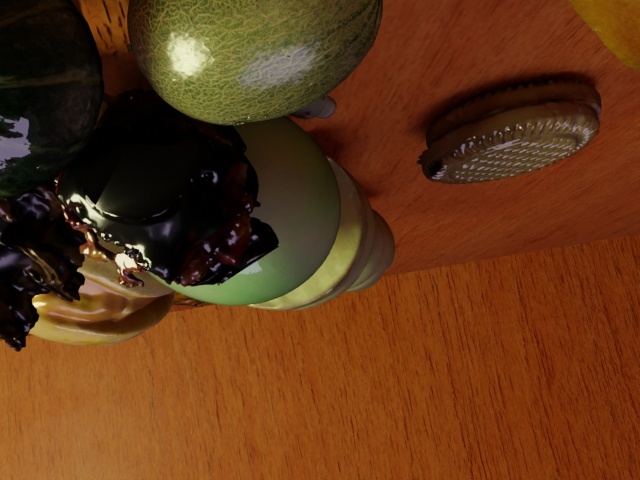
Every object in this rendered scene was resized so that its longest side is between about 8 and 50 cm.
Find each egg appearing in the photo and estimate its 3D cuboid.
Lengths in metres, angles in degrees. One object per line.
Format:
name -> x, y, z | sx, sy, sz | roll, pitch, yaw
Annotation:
egg -> -0.100, -0.041, 0.748 | 0.220, 0.220, 0.269 | -18, 161, 35

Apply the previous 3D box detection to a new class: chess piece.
chess piece -> 0.000, 0.000, 1.103 | 0.234, 0.234, 0.442 | -13, 172, 14

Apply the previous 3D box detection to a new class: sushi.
sushi -> -0.126, -0.042, 0.549 | 0.153, 0.172, 0.150 | -33, 178, -2

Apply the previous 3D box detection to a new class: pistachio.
pistachio -> -0.302, 0.024, 0.948 | 0.230, 0.230, 0.309 | -19, 162, 38

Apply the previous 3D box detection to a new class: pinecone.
pinecone -> -0.334, 0.007, 0.632 | 0.243, 0.257, 0.243 | 19, -176, -2

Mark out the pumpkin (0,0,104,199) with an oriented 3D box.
pumpkin -> -0.223, -0.109, 0.450 | 0.167, 0.167, 0.125 | -19, -169, 37

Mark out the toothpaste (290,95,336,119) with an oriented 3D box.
toothpaste -> -0.053, -0.158, 0.678 | 0.067, 0.037, 0.255 | -48, 155, 17

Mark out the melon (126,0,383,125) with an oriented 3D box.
melon -> -0.051, -0.149, 0.473 | 0.192, 0.139, 0.139 | -10, 170, 22

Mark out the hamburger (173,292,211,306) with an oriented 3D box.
hamburger -> -0.200, 0.040, 1.274 | 0.243, 0.139, 0.261 | -1, 165, -35

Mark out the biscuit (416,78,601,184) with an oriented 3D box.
biscuit -> 0.257, -0.141, 0.952 | 0.259, 0.079, 0.259 | -10, 169, -2

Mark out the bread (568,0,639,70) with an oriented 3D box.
bread -> 0.290, -0.202, 0.539 | 0.260, 0.134, 0.129 | -3, 168, -32
